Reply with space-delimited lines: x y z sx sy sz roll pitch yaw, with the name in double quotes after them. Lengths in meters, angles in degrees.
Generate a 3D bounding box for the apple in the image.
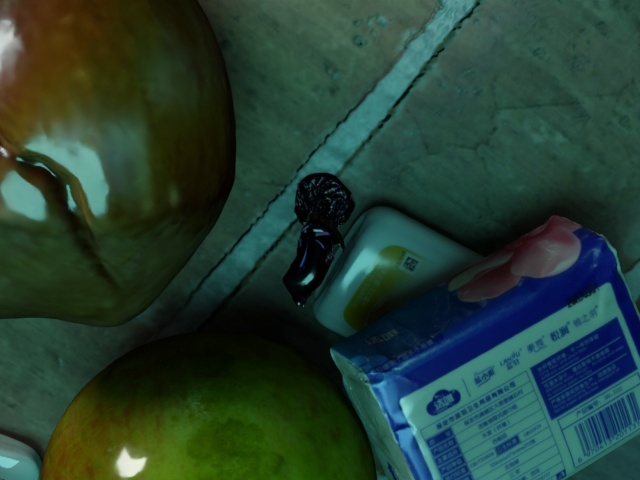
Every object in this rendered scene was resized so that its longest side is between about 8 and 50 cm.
-0.103 0.259 1.344 0.340 0.339 0.339 1 120 3 "apple"

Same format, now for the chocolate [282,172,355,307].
0.000 -0.003 1.323 0.070 0.147 0.072 2 127 -2 "chocolate"

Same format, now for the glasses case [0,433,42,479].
-0.406 0.238 1.539 0.193 0.049 0.074 19 120 -6 "glasses case"

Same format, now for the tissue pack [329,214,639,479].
0.169 0.131 1.304 0.270 0.137 0.209 -30 106 -12 "tissue pack"

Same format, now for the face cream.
0.142 0.083 1.401 0.291 0.071 0.144 29 107 -13 "face cream"

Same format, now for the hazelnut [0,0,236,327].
-0.237 -0.101 1.195 0.372 0.315 0.372 2 95 21 "hazelnut"
